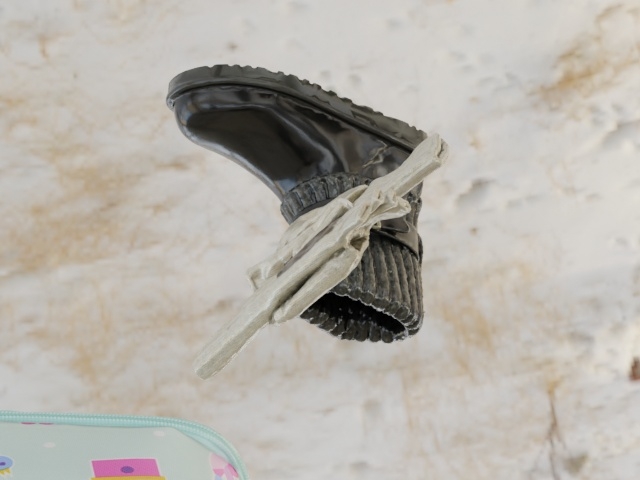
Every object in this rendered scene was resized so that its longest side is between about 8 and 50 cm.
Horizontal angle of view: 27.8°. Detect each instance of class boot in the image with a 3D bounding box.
[{"bbox_3d":[-0.027,-0.041,1.478,0.348,0.260,0.131,16,154,-13],"label":"boot"}]

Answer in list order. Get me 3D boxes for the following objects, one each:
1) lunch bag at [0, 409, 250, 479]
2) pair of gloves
[{"bbox_3d":[-0.131,0.220,0.610,0.224,0.108,0.279,0,108,-7],"label":"lunch bag"},{"bbox_3d":[0.000,0.000,1.020,0.204,0.042,0.240,-38,-174,27],"label":"pair of gloves"}]
